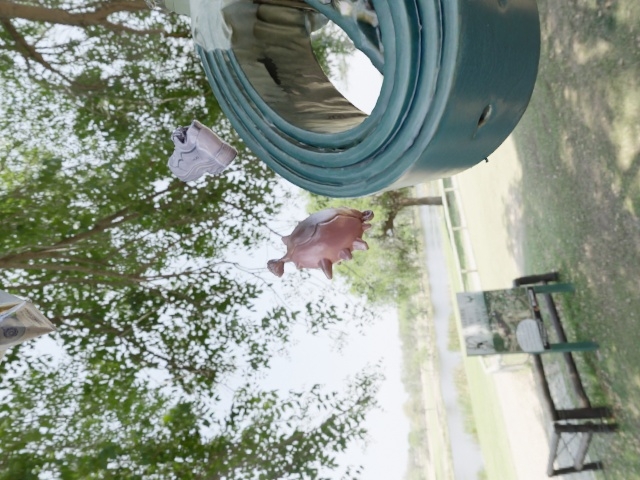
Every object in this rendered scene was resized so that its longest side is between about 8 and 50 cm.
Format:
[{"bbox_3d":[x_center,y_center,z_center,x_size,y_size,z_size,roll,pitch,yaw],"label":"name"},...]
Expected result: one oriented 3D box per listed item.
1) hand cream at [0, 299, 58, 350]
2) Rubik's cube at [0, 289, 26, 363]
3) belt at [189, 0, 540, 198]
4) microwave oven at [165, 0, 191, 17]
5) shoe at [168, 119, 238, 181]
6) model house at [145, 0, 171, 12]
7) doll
[{"bbox_3d":[-0.568,0.161,0.755,0.084,0.053,0.142,46,-159,2],"label":"hand cream"},{"bbox_3d":[-0.968,0.238,0.898,0.344,0.347,0.346,109,-174,-87],"label":"Rubik's cube"},{"bbox_3d":[0.007,-0.234,0.450,0.436,0.173,0.300,53,135,28],"label":"belt"},{"bbox_3d":[-0.166,-0.534,0.764,0.145,0.194,0.240,135,148,-67],"label":"microwave oven"},{"bbox_3d":[-0.337,-0.233,1.060,0.137,0.245,0.095,49,-127,-38],"label":"shoe"},{"bbox_3d":[-0.469,-0.808,1.180,0.229,0.200,0.219,-80,15,-45],"label":"model house"},{"bbox_3d":[0.000,0.000,0.909,0.093,0.262,0.211,60,174,-37],"label":"doll"}]
